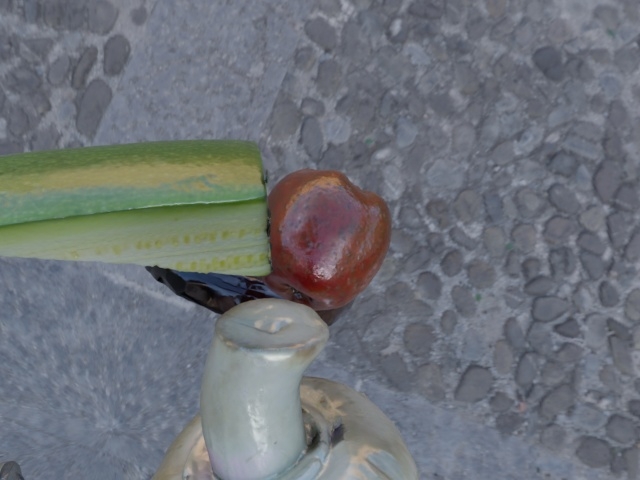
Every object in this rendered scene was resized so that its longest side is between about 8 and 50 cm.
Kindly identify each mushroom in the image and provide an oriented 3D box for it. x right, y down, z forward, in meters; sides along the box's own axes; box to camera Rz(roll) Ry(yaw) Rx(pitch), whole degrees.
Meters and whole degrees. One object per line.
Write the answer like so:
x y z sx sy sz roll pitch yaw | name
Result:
-0.031 0.258 0.891 0.315 0.315 0.356 26 88 -8 | mushroom

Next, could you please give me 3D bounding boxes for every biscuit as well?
-0.122 0.015 1.430 0.407 0.407 0.091 15 113 -11 | biscuit

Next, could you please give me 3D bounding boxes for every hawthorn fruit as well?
0.000 0.000 1.057 0.189 0.189 0.189 3 76 -14 | hawthorn fruit

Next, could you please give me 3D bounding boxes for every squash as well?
-0.189 -0.028 0.725 0.288 0.203 0.111 -8 69 -6 | squash

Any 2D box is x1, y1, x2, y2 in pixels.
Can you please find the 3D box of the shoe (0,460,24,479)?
-0.593 0.499 1.570 0.077 0.194 0.074 -22 119 -2 | shoe
